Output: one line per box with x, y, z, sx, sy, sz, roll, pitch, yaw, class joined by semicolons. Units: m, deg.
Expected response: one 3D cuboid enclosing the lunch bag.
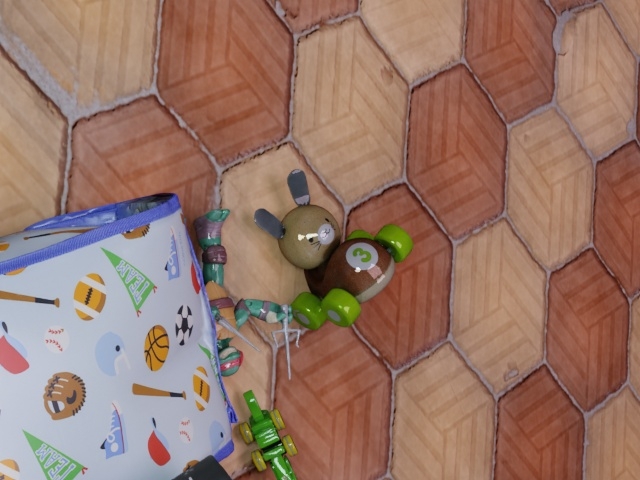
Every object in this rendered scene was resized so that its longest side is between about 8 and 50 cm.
-0.280;0.144;1.878;0.385;0.239;0.328;-21;104;-38;lunch bag

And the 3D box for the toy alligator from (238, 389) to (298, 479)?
-0.057;0.284;2.238;0.051;0.056;0.190;66;-1;-87;toy alligator

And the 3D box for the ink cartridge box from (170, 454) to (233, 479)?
-0.203;0.373;1.889;0.175;0.371;0.069;-31;70;-29;ink cartridge box

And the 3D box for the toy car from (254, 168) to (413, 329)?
0.000;0.000;2.293;0.188;0.149;0.155;50;61;-18;toy car

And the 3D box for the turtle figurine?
-0.128;0.082;2.146;0.175;0.118;0.234;-11;79;-63;turtle figurine
